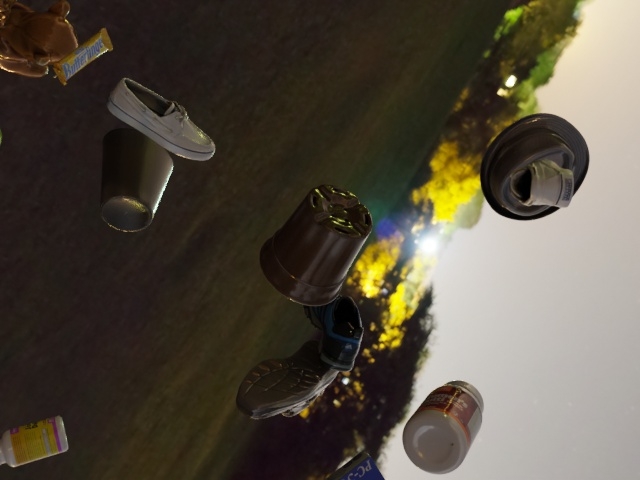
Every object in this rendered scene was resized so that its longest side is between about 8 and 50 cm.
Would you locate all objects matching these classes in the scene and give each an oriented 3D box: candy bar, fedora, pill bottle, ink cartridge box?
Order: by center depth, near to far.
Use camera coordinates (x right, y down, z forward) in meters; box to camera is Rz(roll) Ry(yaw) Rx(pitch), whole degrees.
[{"bbox_3d":[-0.342,0.237,0.816,0.083,0.043,0.043,-13,156,-22],"label":"pill bottle"},{"bbox_3d":[-0.404,-0.314,1.189,0.161,0.018,0.040,-64,149,-49],"label":"candy bar"},{"bbox_3d":[0.023,0.471,1.217,0.207,0.097,0.046,-33,-176,-14],"label":"ink cartridge box"},{"bbox_3d":[0.245,0.352,1.350,0.121,0.121,0.221,-58,164,20],"label":"pill bottle"},{"bbox_3d":[0.516,-0.163,1.669,0.275,0.243,0.124,-41,-171,17],"label":"fedora"}]

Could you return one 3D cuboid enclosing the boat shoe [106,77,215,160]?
[{"bbox_3d":[-0.352,-0.281,1.606,0.088,0.268,0.096,-46,-159,35],"label":"boat shoe"}]

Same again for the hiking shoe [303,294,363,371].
[{"bbox_3d":[0.044,0.172,1.664,0.132,0.113,0.304,-62,-153,26],"label":"hiking shoe"}]

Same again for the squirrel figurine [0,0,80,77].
[{"bbox_3d":[-0.845,-0.574,1.852,0.281,0.371,0.397,-67,154,-12],"label":"squirrel figurine"}]

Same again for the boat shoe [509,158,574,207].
[{"bbox_3d":[0.401,-0.112,1.326,0.258,0.084,0.095,-70,165,-86],"label":"boat shoe"}]

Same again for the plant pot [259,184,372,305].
[{"bbox_3d":[0.000,0.000,1.232,0.165,0.167,0.167,-56,177,38],"label":"plant pot"}]

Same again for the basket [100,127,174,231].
[{"bbox_3d":[-0.483,-0.147,1.793,0.154,0.204,0.226,-32,-141,27],"label":"basket"}]

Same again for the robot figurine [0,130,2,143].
[{"bbox_3d":[-0.591,-0.187,1.212,0.067,0.115,0.101,-7,121,-26],"label":"robot figurine"}]

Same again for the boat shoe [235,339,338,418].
[{"bbox_3d":[-0.063,0.338,1.579,0.355,0.132,0.130,-13,127,-55],"label":"boat shoe"}]
